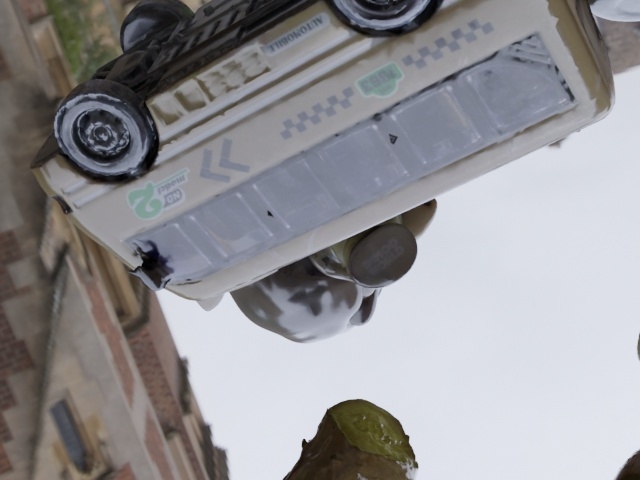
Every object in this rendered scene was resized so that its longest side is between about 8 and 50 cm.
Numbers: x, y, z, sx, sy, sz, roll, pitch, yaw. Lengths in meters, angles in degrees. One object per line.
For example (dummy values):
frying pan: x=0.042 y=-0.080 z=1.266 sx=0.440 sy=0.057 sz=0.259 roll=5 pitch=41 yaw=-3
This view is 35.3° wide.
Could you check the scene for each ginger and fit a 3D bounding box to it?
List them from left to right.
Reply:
ginger: x=-0.002 y=0.297 z=0.958 sx=0.123 sy=0.270 sz=0.219 roll=20 pitch=-156 yaw=-18

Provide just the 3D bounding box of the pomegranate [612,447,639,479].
pomegranate: x=0.330 y=0.251 z=0.846 sx=0.159 sy=0.159 sz=0.205 roll=-25 pitch=-155 yaw=-21

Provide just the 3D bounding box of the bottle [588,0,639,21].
bottle: x=0.308 y=-0.358 z=0.980 sx=0.156 sy=0.271 sz=0.143 roll=-7 pitch=170 yaw=25

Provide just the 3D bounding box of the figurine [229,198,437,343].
figurine: x=0.001 y=0.000 z=1.084 sx=0.203 sy=0.248 sz=0.380 roll=-43 pitch=-173 yaw=-18

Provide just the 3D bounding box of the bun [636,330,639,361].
bun: x=0.401 y=0.106 z=1.116 sx=0.069 sy=0.115 sz=0.115 roll=14 pitch=-146 yaw=37

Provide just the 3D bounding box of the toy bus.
toy bus: x=-0.001 y=-0.080 z=0.537 sx=0.289 sy=0.157 sz=0.139 roll=-25 pitch=-153 yaw=22
